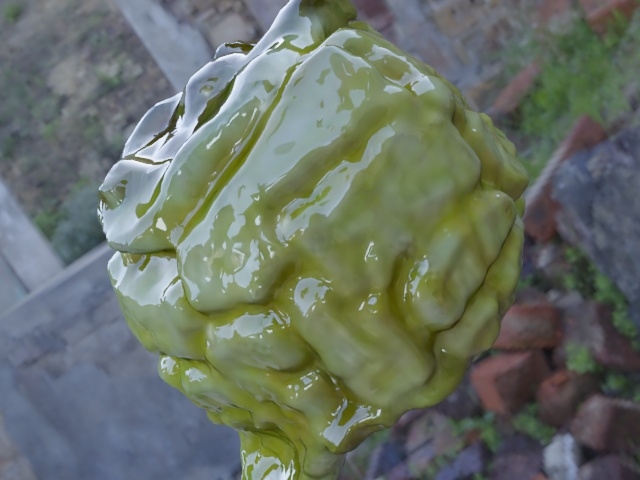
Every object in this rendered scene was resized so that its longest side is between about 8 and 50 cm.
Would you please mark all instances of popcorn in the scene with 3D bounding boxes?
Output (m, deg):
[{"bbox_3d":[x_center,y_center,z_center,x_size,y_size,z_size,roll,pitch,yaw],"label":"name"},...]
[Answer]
[{"bbox_3d":[-0.006,-0.006,0.819,0.293,0.237,0.293,-48,12,14],"label":"popcorn"}]
